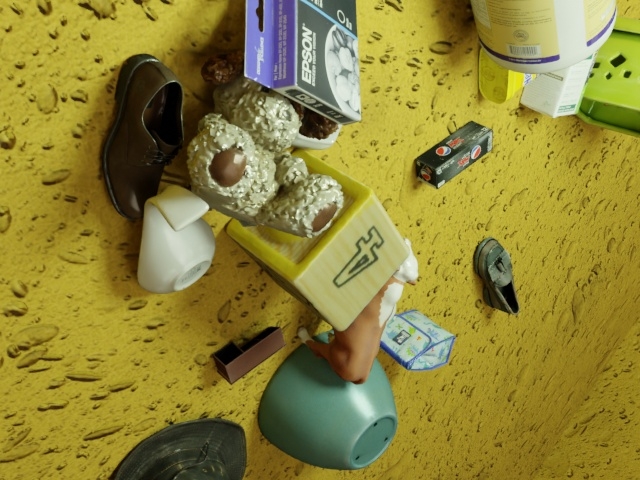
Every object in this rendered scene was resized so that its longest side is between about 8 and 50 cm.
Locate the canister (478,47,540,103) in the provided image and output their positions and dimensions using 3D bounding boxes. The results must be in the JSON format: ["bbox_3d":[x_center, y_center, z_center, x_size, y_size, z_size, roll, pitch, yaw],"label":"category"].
[{"bbox_3d":[0.397,-0.365,1.466,0.170,0.073,0.126,-36,138,-25],"label":"canister"}]

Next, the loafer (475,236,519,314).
[{"bbox_3d":[0.456,0.093,1.849,0.096,0.084,0.267,-43,140,-14],"label":"loafer"}]

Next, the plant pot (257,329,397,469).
[{"bbox_3d":[0.045,0.357,1.525,0.290,0.195,0.290,-27,134,-32],"label":"plant pot"}]

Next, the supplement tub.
[{"bbox_3d":[0.354,-0.469,1.209,0.241,0.241,0.331,-45,141,-13],"label":"supplement tub"}]

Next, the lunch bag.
[{"bbox_3d":[0.202,0.228,1.648,0.151,0.129,0.096,-14,125,-38],"label":"lunch bag"}]

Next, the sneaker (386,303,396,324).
[{"bbox_3d":[0.131,0.108,1.540,0.085,0.058,0.152,18,99,-56],"label":"sneaker"}]

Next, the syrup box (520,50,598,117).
[{"bbox_3d":[0.515,-0.389,1.552,0.093,0.096,0.236,-15,128,-39],"label":"syrup box"}]

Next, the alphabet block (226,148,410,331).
[{"bbox_3d":[0.000,0.000,1.224,0.193,0.192,0.197,-50,141,-9],"label":"alphabet block"}]

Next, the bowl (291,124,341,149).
[{"bbox_3d":[-0.010,-0.209,1.171,0.142,0.053,0.142,5,112,-46],"label":"bowl"}]

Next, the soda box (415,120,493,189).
[{"bbox_3d":[0.269,-0.173,1.481,0.169,0.060,0.053,-34,136,-23],"label":"soda box"}]

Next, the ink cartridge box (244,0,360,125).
[{"bbox_3d":[-0.020,-0.287,1.022,0.208,0.045,0.206,16,68,-50],"label":"ink cartridge box"}]

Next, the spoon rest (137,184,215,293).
[{"bbox_3d":[-0.206,-0.003,1.053,0.137,0.084,0.276,-37,168,-23],"label":"spoon rest"}]

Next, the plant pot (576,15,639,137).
[{"bbox_3d":[0.696,-0.369,1.661,0.227,0.228,0.207,19,95,-51],"label":"plant pot"}]

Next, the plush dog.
[{"bbox_3d":[-0.095,-0.146,1.052,0.262,0.211,0.225,25,78,-42],"label":"plush dog"}]

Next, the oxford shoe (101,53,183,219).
[{"bbox_3d":[-0.230,-0.121,0.972,0.083,0.096,0.227,-14,128,-42],"label":"oxford shoe"}]

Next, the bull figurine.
[{"bbox_3d":[0.069,0.118,1.380,0.101,0.188,0.310,-5,120,-45],"label":"bull figurine"}]

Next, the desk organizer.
[{"bbox_3d":[-0.129,0.200,1.348,0.130,0.047,0.050,-34,135,-25],"label":"desk organizer"}]

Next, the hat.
[{"bbox_3d":[-0.234,0.485,1.379,0.331,0.134,0.331,-26,133,-32],"label":"hat"}]
